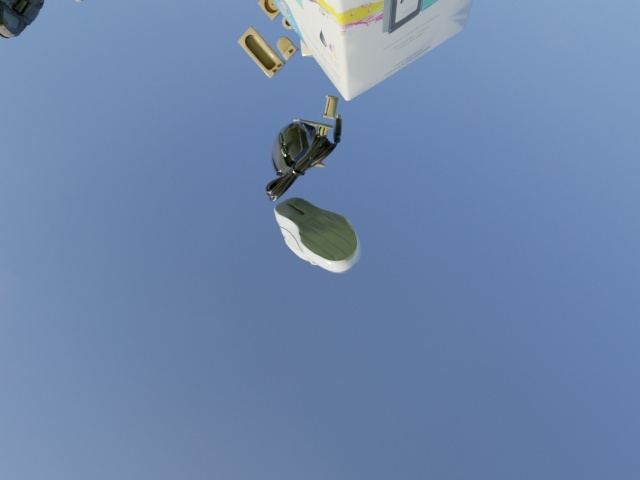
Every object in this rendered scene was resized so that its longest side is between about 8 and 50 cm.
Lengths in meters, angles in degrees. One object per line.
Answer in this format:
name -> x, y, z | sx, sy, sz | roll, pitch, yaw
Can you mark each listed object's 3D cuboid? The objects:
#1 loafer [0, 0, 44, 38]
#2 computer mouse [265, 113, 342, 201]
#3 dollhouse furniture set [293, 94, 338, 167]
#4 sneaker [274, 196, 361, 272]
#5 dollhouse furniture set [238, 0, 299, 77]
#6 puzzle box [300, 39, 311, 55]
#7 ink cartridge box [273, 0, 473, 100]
loafer -> -0.622, -0.552, 0.935 | 0.084, 0.096, 0.267 | 5, -105, 9
computer mouse -> -0.035, -0.200, 0.858 | 0.060, 0.184, 0.262 | 42, -150, -22
dollhouse furniture set -> -0.030, -0.308, 1.211 | 0.101, 0.161, 0.181 | 9, -75, -10
sneaker -> 0.000, 0.000, 0.779 | 0.094, 0.091, 0.258 | -28, -148, -11
dollhouse furniture set -> -0.122, -0.476, 1.011 | 0.144, 0.151, 0.123 | 47, -157, -12
puzzle box -> 0.156, -0.616, 1.380 | 0.272, 0.052, 0.409 | 4, -160, 28
ink cartridge box -> 0.050, -0.341, 0.483 | 0.197, 0.270, 0.198 | -33, -104, -1
